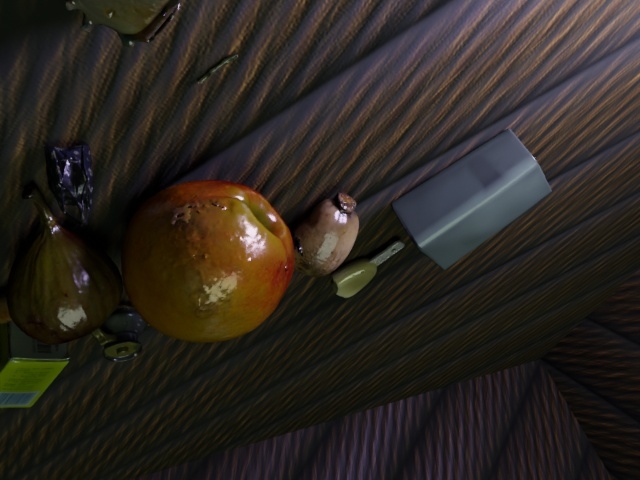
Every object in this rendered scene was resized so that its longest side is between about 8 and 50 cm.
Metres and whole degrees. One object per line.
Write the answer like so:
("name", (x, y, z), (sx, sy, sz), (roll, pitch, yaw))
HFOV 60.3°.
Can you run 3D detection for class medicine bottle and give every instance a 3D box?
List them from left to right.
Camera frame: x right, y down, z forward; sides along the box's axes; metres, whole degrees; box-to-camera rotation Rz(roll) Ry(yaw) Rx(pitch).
("medicine bottle", (-0.716, 0.286, 1.310), (0.141, 0.137, 0.250), (17, 131, -44))

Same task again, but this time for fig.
("fig", (-0.502, 0.037, 1.062), (0.217, 0.217, 0.320), (-9, 123, -20))

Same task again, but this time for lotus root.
("lotus root", (0.000, 0.000, 1.325), (0.155, 0.140, 0.256), (0, 136, -41))

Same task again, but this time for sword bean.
("sword bean", (-0.171, -0.287, 0.917), (0.083, 0.012, 0.012), (-31, 147, 15))

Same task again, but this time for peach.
("peach", (-0.233, 0.052, 1.118), (0.373, 0.289, 0.372), (-13, 148, -8))

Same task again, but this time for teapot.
("teapot", (-0.509, 0.225, 1.363), (0.130, 0.119, 0.166), (-31, 146, 11))

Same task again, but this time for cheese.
("cheese", (0.135, 0.076, 1.603), (0.255, 0.050, 0.127), (-39, 143, 22))

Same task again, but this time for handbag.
("handbag", (-0.419, -0.083, 0.946), (0.072, 0.139, 0.115), (-12, 146, -31))

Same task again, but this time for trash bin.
("trash bin", (0.389, -0.097, 1.400), (0.343, 0.158, 0.223), (-34, 146, 17))

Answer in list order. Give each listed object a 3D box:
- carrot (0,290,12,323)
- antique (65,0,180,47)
("carrot", (-0.731, 0.166, 1.193), (0.298, 0.078, 0.078), (-21, 148, 4))
("antique", (-0.209, -0.370, 0.676), (0.125, 0.150, 0.284), (17, 139, -40))
